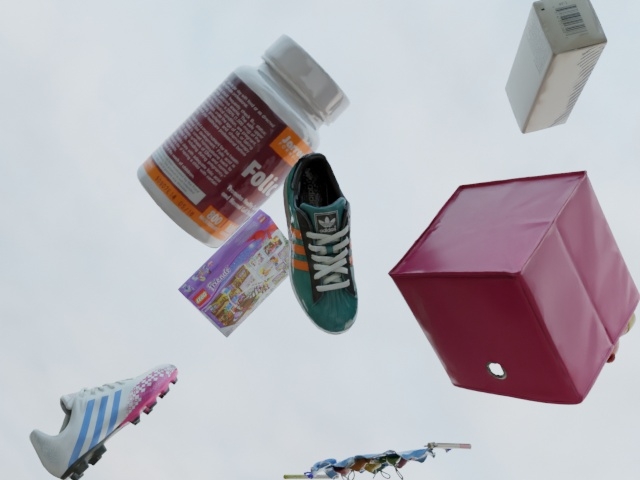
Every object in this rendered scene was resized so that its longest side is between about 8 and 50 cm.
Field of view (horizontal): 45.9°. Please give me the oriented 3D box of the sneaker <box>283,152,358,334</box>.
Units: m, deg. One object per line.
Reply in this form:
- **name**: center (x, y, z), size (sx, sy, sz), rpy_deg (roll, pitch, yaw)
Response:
- **sneaker**: center (0.000, 0.000, 1.229), size (0.121, 0.108, 0.302), rpy_deg (118, -40, -70)

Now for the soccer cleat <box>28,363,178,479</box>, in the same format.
- **soccer cleat**: center (-0.426, 0.326, 1.507), size (0.143, 0.331, 0.116), rpy_deg (45, -44, 3)

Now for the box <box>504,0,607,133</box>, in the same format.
- **box**: center (0.408, -0.306, 1.337), size (0.094, 0.113, 0.275), rpy_deg (-14, -19, -1)

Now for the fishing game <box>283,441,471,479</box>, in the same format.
- **fishing game**: center (0.079, 0.334, 1.105), size (0.264, 0.041, 0.189), rpy_deg (-21, -25, 28)

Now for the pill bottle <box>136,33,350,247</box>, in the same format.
- **pill bottle**: center (-0.143, -0.193, 1.464), size (0.392, 0.224, 0.224), rpy_deg (-45, -86, 4)

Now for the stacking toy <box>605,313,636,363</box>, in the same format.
- **stacking toy**: center (0.490, 0.144, 1.635), size (0.309, 0.130, 0.279), rpy_deg (2, -42, 41)

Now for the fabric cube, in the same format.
- **fabric cube**: center (0.317, 0.073, 1.223), size (0.254, 0.259, 0.258), rpy_deg (-2, -53, 48)

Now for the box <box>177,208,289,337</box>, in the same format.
- **box**: center (-0.200, 0.087, 1.949), size (0.057, 0.293, 0.201), rpy_deg (36, -14, 42)
